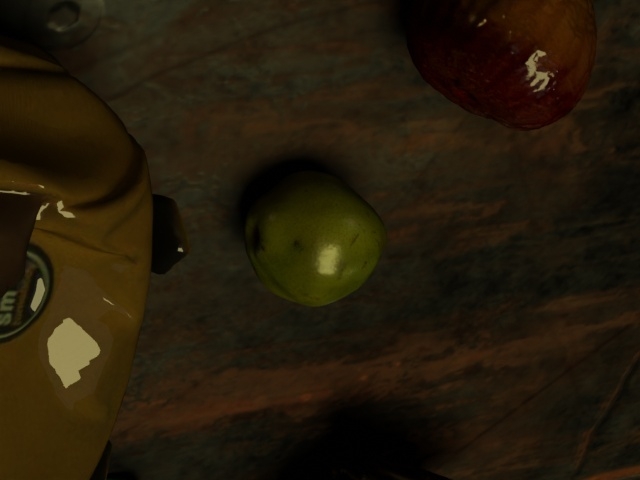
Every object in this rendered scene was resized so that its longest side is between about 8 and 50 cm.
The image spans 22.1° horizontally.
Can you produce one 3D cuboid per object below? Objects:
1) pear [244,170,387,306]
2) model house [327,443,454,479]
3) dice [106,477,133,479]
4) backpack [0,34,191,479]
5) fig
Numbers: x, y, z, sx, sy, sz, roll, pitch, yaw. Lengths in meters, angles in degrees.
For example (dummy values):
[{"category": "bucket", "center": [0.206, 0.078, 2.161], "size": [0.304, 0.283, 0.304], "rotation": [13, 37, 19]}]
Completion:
[{"category": "pear", "center": [0.000, 0.000, 1.074], "size": [0.097, 0.092, 0.092], "rotation": [-9, 136, -25]}, {"category": "model house", "center": [0.047, 0.255, 1.315], "size": [0.203, 0.141, 0.164], "rotation": [23, 90, -41]}, {"category": "dice", "center": [-0.164, 0.262, 1.205], "size": [0.131, 0.128, 0.120], "rotation": [-21, 141, -14]}, {"category": "backpack", "center": [-0.264, 0.046, 0.827], "size": [0.378, 0.201, 0.353], "rotation": [1, 111, -35]}, {"category": "fig", "center": [0.119, -0.137, 1.012], "size": [0.119, 0.119, 0.153], "rotation": [93, 20, -45]}]
